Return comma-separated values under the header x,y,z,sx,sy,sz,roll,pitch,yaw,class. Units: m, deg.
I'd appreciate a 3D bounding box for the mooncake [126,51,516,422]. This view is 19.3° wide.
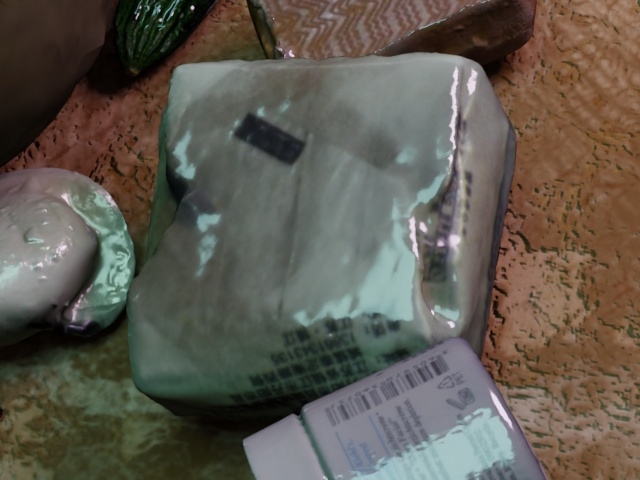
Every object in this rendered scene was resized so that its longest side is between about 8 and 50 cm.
x,y,z,sx,sy,sz,roll,pitch,yaw,class
0.003,0.002,1.272,0.254,0.136,0.250,-2,68,19,mooncake

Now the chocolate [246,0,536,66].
x,y,z,sx,sy,sz,roll,pitch,yaw,class
0.058,-0.175,1.409,0.214,0.093,0.148,-21,54,4,chocolate

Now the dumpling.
x,y,z,sx,sy,sz,roll,pitch,yaw,class
-0.229,0.013,1.373,0.176,0.092,0.150,-5,52,19,dumpling

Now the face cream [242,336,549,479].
x,y,z,sx,sy,sz,roll,pitch,yaw,class
0.058,0.164,1.121,0.153,0.177,0.177,-26,52,-3,face cream

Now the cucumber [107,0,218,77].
x,y,z,sx,sy,sz,roll,pitch,yaw,class
-0.090,-0.244,1.517,0.077,0.077,0.265,26,66,31,cucumber

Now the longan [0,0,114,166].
x,y,z,sx,sy,sz,roll,pitch,yaw,class
-0.342,-0.250,1.394,0.404,0.404,0.436,-3,49,16,longan

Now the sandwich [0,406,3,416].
x,y,z,sx,sy,sz,roll,pitch,yaw,class
-0.295,0.118,1.361,0.135,0.029,0.067,10,61,23,sandwich
